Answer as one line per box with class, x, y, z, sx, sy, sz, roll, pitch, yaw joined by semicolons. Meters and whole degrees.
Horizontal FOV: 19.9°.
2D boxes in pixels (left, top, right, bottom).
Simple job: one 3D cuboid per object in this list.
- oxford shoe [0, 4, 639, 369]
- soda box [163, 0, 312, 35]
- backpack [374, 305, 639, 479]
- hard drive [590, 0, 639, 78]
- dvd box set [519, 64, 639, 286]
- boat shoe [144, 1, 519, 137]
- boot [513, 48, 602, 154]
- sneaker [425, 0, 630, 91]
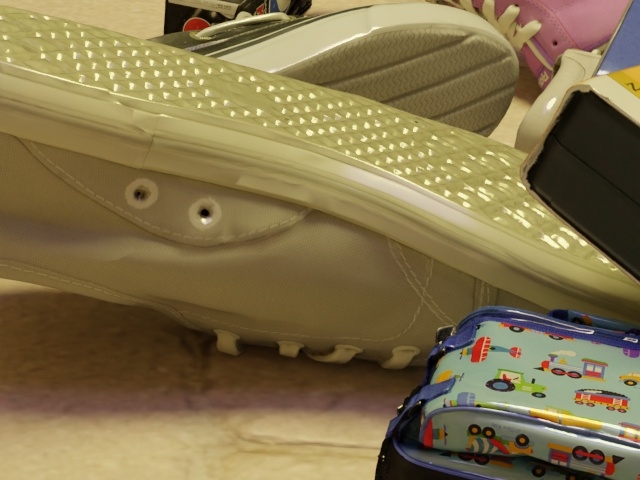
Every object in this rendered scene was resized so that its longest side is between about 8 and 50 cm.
oxford shoe;0.000;0.000;0.925;0.449;0.130;0.169;14;18;-16
soda box;-0.056;-0.176;1.328;0.060;0.053;0.169;13;28;14
backpack;0.110;0.089;0.764;0.158;0.117;0.173;13;25;14
hard drive;0.305;-0.040;1.024;0.318;0.040;0.210;29;30;4
dvd box set;0.319;0.005;0.858;0.307;0.062;0.420;41;32;23
boat shoe;-0.042;-0.089;1.080;0.335;0.121;0.119;-13;36;-28
boot;0.212;-0.102;1.180;0.123;0.095;0.258;22;31;16
sneaker;0.115;-0.172;1.276;0.282;0.161;0.102;-6;-7;25
